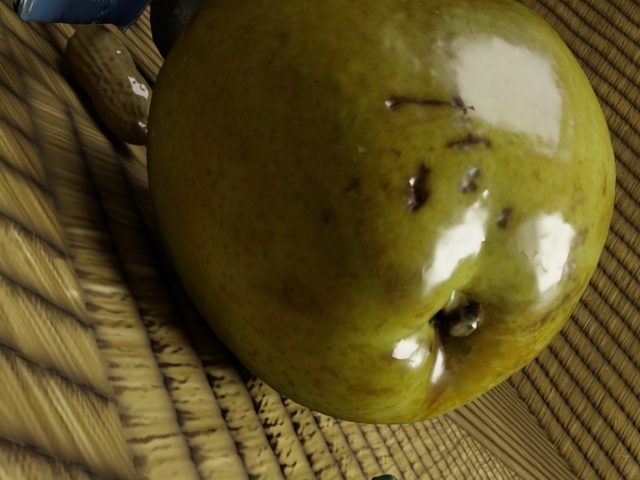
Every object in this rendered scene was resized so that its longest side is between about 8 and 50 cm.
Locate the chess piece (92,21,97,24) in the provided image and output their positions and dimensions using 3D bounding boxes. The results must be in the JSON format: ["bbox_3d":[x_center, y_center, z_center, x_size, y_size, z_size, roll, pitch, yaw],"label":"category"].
[{"bbox_3d":[-0.240,-0.281,0.818,0.170,0.094,0.094,53,7,-25],"label":"chess piece"}]

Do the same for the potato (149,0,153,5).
[{"bbox_3d":[-0.218,-0.363,1.088,0.204,0.178,0.158,29,-19,26],"label":"potato"}]

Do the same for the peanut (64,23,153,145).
[{"bbox_3d":[-0.160,-0.121,0.688,0.113,0.054,0.054,57,9,15],"label":"peanut"}]

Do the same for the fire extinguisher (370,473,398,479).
[{"bbox_3d":[0.054,0.212,0.238,0.096,0.114,0.311,0,30,-17],"label":"fire extinguisher"}]

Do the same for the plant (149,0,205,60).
[{"bbox_3d":[-0.084,-0.165,0.941,0.142,0.165,0.256,-86,153,-73],"label":"plant"}]

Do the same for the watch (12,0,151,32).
[{"bbox_3d":[-0.190,-0.210,0.598,0.276,0.068,0.274,42,8,17],"label":"watch"}]

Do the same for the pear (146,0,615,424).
[{"bbox_3d":[0.033,-0.027,0.578,0.304,0.304,0.304,51,8,-10],"label":"pear"}]
